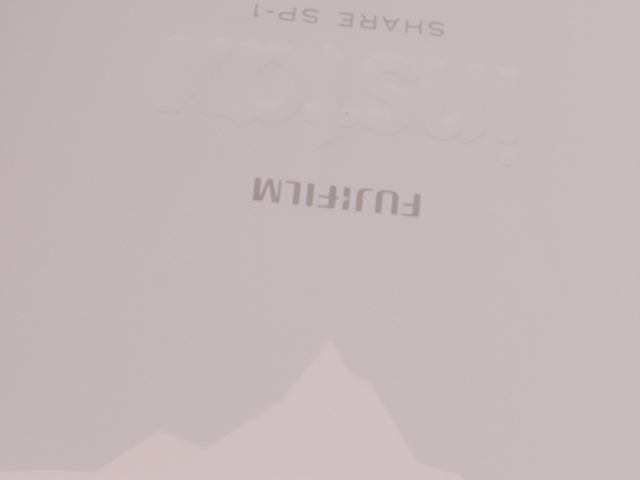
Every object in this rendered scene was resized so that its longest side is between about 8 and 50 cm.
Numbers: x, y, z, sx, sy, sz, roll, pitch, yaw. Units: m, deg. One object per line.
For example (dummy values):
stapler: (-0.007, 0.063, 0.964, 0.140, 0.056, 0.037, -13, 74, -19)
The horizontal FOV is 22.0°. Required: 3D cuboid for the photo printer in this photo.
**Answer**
photo printer: (0.000, 0.000, 0.481, 0.256, 0.107, 0.307, 6, 62, -1)
